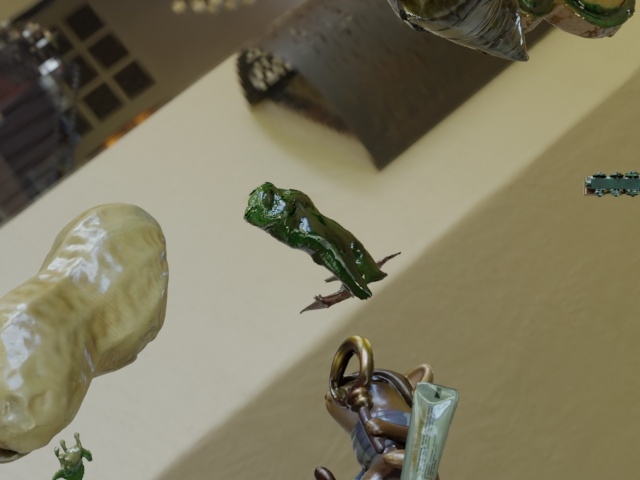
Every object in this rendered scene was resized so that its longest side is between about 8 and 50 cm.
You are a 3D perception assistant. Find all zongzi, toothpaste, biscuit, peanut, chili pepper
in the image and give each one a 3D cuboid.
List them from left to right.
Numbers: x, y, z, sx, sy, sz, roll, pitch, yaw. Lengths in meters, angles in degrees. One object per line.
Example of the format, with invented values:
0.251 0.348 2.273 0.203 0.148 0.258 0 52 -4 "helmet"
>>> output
-0.220 0.077 1.124 0.130 0.290 0.130 17 -47 20 "peanut"
0.001 -0.001 1.721 0.224 0.098 0.061 33 -55 -16 "chili pepper"
0.144 0.332 1.872 0.067 0.255 0.037 14 -10 -8 "toothpaste"
0.111 -0.300 1.340 0.247 0.111 0.241 60 17 20 "zongzi"
0.289 -0.398 1.752 0.344 0.287 0.057 38 -38 -12 "biscuit"

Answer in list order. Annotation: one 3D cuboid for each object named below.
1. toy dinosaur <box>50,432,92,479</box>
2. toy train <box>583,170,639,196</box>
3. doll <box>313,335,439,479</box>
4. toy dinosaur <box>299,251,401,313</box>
-0.350 0.316 1.814 0.060 0.029 0.119 63 24 -22 "toy dinosaur"
0.490 -0.091 2.168 0.064 0.103 0.044 54 36 -83 "toy train"
0.094 0.366 2.280 0.339 0.209 0.318 -85 -176 -49 "doll"
0.054 0.077 2.349 0.032 0.220 0.108 62 12 27 "toy dinosaur"
